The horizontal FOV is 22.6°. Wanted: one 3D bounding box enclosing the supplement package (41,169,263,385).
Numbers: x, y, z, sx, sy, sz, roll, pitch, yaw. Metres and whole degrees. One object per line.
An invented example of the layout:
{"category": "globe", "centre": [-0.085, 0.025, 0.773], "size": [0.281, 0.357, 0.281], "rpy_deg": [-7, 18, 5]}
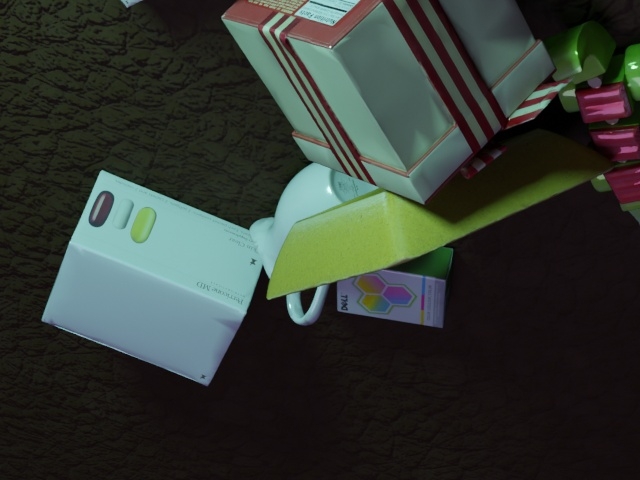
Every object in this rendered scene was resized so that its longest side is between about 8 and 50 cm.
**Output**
{"category": "supplement package", "centre": [-0.234, 0.057, 2.278], "size": [0.262, 0.145, 0.204], "rpy_deg": [22, 140, -6]}

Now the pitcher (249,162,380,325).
{"category": "pitcher", "centre": [0.000, 0.000, 2.115], "size": [0.126, 0.177, 0.207], "rpy_deg": [-1, 153, -35]}

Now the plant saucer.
{"category": "plant saucer", "centre": [0.125, -0.041, 1.912], "size": [0.333, 0.333, 0.081], "rpy_deg": [-16, 96, 60]}

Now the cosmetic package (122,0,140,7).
{"category": "cosmetic package", "centre": [-0.161, -0.358, 1.851], "size": [0.239, 0.060, 0.099], "rpy_deg": [-19, 129, 35]}

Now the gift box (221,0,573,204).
{"category": "gift box", "centre": [0.099, -0.212, 1.755], "size": [0.255, 0.276, 0.258], "rpy_deg": [32, 159, 53]}

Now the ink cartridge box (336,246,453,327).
{"category": "ink cartridge box", "centre": [0.076, 0.051, 2.227], "size": [0.209, 0.062, 0.109], "rpy_deg": [10, 140, 9]}

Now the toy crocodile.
{"category": "toy crocodile", "centre": [0.356, -0.128, 1.898], "size": [0.115, 0.105, 0.340], "rpy_deg": [-8, 134, 26]}
